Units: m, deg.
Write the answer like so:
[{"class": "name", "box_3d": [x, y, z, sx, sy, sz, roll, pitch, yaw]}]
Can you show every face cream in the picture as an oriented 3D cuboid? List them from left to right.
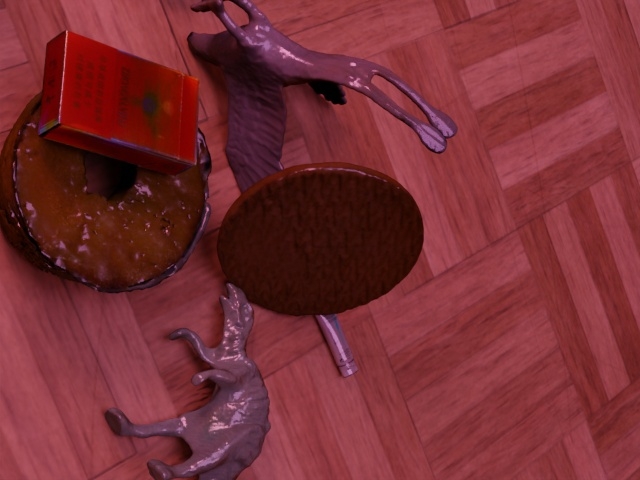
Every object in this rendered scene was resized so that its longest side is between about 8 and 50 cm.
[{"class": "face cream", "box_3d": [0.020, 0.128, 1.427, 0.038, 0.020, 0.115, -27, 98, -36]}]

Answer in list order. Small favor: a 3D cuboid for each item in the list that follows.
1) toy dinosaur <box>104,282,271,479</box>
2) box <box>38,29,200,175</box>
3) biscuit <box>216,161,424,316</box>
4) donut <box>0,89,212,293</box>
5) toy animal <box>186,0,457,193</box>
[{"class": "toy dinosaur", "box_3d": [-0.139, 0.250, 1.255, 0.205, 0.092, 0.393, -4, 83, -42]}, {"class": "box", "box_3d": [-0.216, -0.146, 1.157, 0.175, 0.048, 0.112, 16, 66, -39]}, {"class": "biscuit", "box_3d": [0.000, 0.000, 1.308, 0.262, 0.262, 0.037, 26, 37, -31]}, {"class": "donut", "box_3d": [-0.252, -0.069, 1.209, 0.272, 0.107, 0.272, 10, 75, -40]}, {"class": "toy animal", "box_3d": [-0.032, -0.194, 1.275, 0.302, 0.284, 0.225, 45, 62, -24]}]
